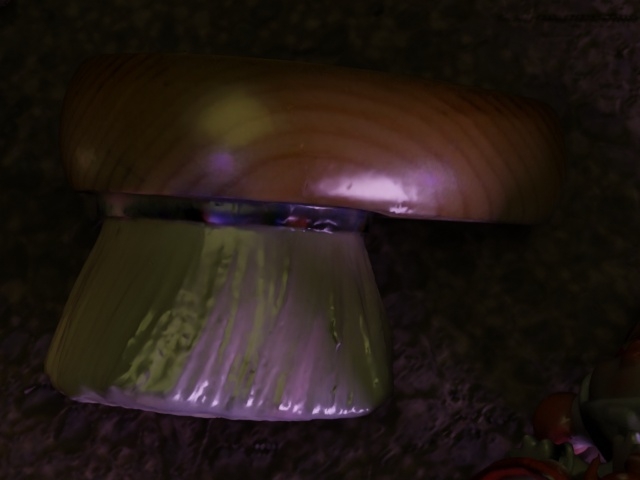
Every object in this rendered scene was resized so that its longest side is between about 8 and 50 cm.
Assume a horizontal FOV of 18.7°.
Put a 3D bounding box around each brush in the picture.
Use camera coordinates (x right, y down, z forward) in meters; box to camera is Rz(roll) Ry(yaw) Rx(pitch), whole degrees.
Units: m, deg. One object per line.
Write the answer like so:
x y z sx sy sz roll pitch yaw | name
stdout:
0.000 0.000 0.949 0.266 0.174 0.166 2 90 -20 | brush

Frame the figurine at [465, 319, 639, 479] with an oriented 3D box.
0.182 0.088 0.930 0.160 0.183 0.226 40 65 -1 | figurine

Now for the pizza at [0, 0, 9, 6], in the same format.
-0.278 -0.133 1.005 0.204 0.080 0.188 43 77 9 | pizza
